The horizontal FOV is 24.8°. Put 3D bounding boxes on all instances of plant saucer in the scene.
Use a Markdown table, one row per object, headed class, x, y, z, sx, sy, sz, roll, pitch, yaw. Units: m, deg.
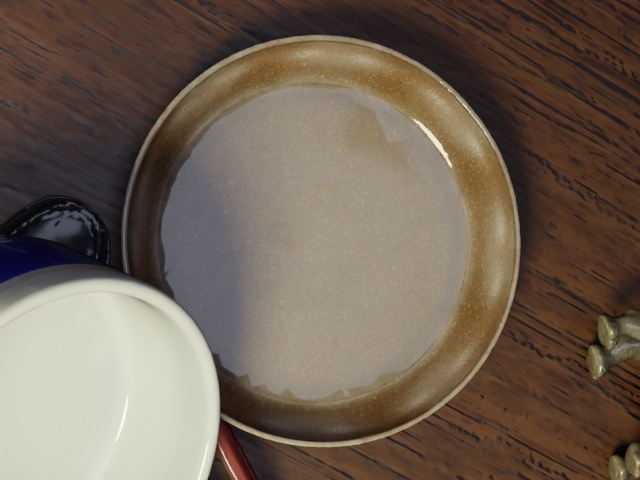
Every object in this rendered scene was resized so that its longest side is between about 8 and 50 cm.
| class | x | y | z | sx | sy | sz | roll | pitch | yaw |
| --- | --- | --- | --- | --- | --- | --- | --- | --- | --- |
| plant saucer | 0.000 | 0.000 | 1.116 | 0.310 | 0.050 | 0.311 | 1 | 88 | -15 |

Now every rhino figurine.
| class | x | y | z | sx | sy | sz | roll | pitch | yaw |
| --- | --- | --- | --- | --- | --- | --- | --- | --- | --- |
| rhino figurine | 0.289 | 0.167 | 1.171 | 0.106 | 0.073 | 0.243 | -12 | 92 | -12 |

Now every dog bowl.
| class | x | y | z | sx | sy | sz | roll | pitch | yaw |
| --- | --- | --- | --- | --- | --- | --- | --- | --- | --- |
| dog bowl | -0.198 | 0.134 | 0.961 | 0.265 | 0.104 | 0.265 | -21 | 122 | -39 |

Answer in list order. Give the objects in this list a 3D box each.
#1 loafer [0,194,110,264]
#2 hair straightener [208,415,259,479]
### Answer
| class | x | y | z | sx | sy | sz | roll | pitch | yaw |
| --- | --- | --- | --- | --- | --- | --- | --- | --- | --- |
| loafer | -0.246 | 0.097 | 1.023 | 0.109 | 0.095 | 0.302 | 39 | 79 | -10 |
| hair straightener | -0.061 | 0.242 | 1.100 | 0.089 | 0.047 | 0.230 | -28 | 101 | 7 |
